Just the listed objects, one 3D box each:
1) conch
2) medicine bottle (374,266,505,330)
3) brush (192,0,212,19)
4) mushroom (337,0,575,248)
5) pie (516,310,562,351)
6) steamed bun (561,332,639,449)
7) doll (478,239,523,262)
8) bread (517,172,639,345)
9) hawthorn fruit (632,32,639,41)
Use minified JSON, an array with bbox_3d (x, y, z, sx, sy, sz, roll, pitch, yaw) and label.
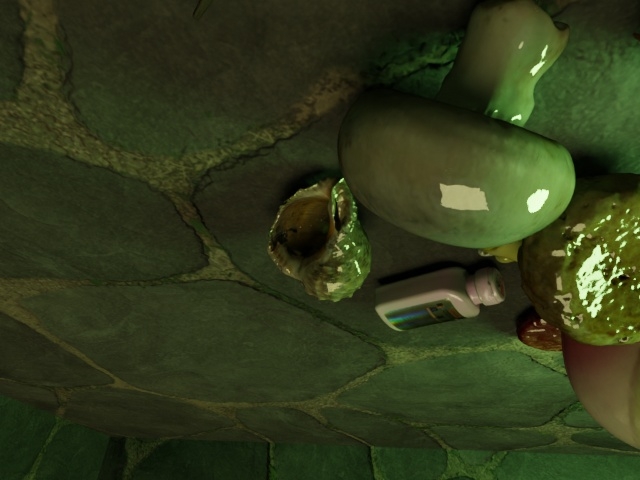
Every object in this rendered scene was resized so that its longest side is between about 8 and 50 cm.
[{"bbox_3d":[0.000,0.000,0.703,0.155,0.130,0.207,-4,133,-8],"label":"conch"},{"bbox_3d":[0.214,0.103,0.865,0.219,0.078,0.115,-19,137,34],"label":"medicine bottle"},{"bbox_3d":[-0.066,-0.264,0.407,0.027,0.034,0.190,36,137,-23],"label":"brush"},{"bbox_3d":[0.141,-0.114,0.473,0.243,0.244,0.244,4,146,3],"label":"mushroom"},{"bbox_3d":[0.485,0.177,0.958,0.182,0.050,0.182,4,148,2],"label":"pie"},{"bbox_3d":[0.503,0.162,0.743,0.309,0.310,0.309,4,146,3],"label":"steamed bun"},{"bbox_3d":[0.308,0.004,0.718,0.162,0.062,0.106,20,142,-17],"label":"doll"},{"bbox_3d":[0.366,0.018,0.624,0.229,0.123,0.230,0,106,-1],"label":"bread"},{"bbox_3d":[0.354,-0.146,0.385,0.200,0.179,0.179,11,146,-4],"label":"hawthorn fruit"}]
